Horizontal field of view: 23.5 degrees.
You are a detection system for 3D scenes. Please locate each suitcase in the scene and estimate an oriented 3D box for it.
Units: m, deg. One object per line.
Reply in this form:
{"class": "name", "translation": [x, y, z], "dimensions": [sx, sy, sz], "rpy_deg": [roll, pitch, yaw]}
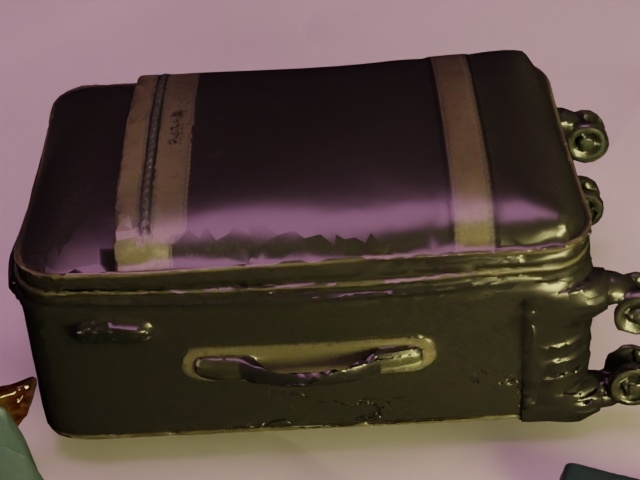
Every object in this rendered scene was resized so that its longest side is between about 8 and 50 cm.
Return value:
{"class": "suitcase", "translation": [0.000, 0.000, 1.070], "dimensions": [0.434, 0.194, 0.283], "rpy_deg": [-4, 35, 2]}

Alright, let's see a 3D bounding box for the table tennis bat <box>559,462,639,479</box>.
{"class": "table tennis bat", "translation": [0.280, 0.178, 0.933], "dimensions": [0.274, 0.021, 0.154], "rpy_deg": [10, 36, 16]}

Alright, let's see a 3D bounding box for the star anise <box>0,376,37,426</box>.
{"class": "star anise", "translation": [-0.246, 0.117, 0.988], "dimensions": [0.177, 0.073, 0.234], "rpy_deg": [16, 66, 23]}

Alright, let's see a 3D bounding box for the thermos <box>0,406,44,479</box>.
{"class": "thermos", "translation": [-0.157, 0.216, 0.790], "dimensions": [0.182, 0.145, 0.286], "rpy_deg": [-35, 58, -4]}
